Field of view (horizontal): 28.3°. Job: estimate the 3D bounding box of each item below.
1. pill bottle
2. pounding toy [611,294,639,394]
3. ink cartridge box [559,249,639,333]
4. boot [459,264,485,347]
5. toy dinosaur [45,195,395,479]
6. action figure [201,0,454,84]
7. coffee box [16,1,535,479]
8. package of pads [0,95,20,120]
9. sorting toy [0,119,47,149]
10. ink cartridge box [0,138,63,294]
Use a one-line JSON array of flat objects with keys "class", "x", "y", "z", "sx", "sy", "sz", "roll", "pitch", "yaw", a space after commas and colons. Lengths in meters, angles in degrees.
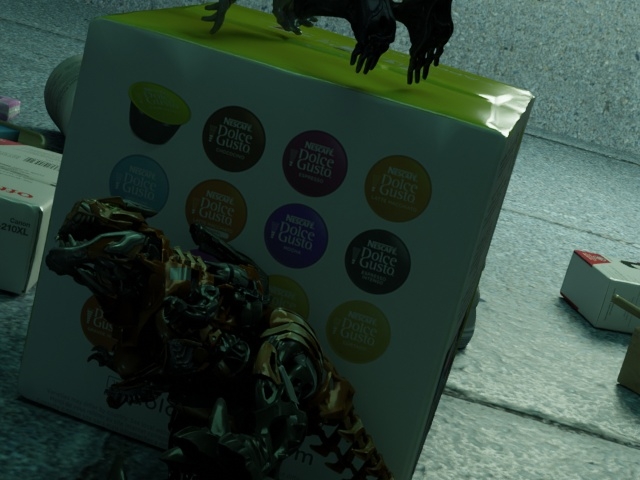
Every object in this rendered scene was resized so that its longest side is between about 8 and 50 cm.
[{"class": "pill bottle", "x": -0.324, "y": -0.189, "z": 1.877, "sx": 0.131, "sy": 0.131, "sz": 0.229, "roll": 7, "pitch": 17, "yaw": -25}, {"class": "pounding toy", "x": 0.417, "y": 0.134, "z": 1.484, "sx": 0.130, "sy": 0.100, "sz": 0.141, "roll": 0, "pitch": 21, "yaw": -44}, {"class": "ink cartridge box", "x": 0.441, "y": 0.078, "z": 1.758, "sx": 0.175, "sy": 0.072, "sz": 0.127, "roll": 10, "pitch": 16, "yaw": -17}, {"class": "boot", "x": 0.129, "y": 0.025, "z": 1.554, "sx": 0.095, "sy": 0.123, "sz": 0.258, "roll": 7, "pitch": 17, "yaw": -26}, {"class": "toy dinosaur", "x": -0.056, "y": 0.101, "z": 0.896, "sx": 0.321, "sy": 0.164, "sz": 0.218, "roll": 24, "pitch": 45, "yaw": -3}, {"class": "action figure", "x": -0.031, "y": -0.223, "z": 1.001, "sx": 0.164, "sy": 0.141, "sz": 0.275, "roll": -11, "pitch": 46, "yaw": -48}, {"class": "coffee box", "x": -0.022, "y": -0.010, "z": 1.136, "sx": 0.337, "sy": 0.334, "sz": 0.338, "roll": 18, "pitch": 16, "yaw": 9}, {"class": "package of pads", "x": -0.511, "y": -0.210, "z": 1.962, "sx": 0.083, "sy": 0.032, "sz": 0.050, "roll": 16, "pitch": 14, "yaw": 5}, {"class": "sorting toy", "x": -0.562, "y": -0.172, "z": 1.761, "sx": 0.307, "sy": 0.041, "sz": 0.229, "roll": 19, "pitch": 16, "yaw": 14}, {"class": "ink cartridge box", "x": -0.358, "y": -0.038, "z": 1.364, "sx": 0.171, "sy": 0.100, "sz": 0.237, "roll": 15, "pitch": 14, "yaw": -1}]
